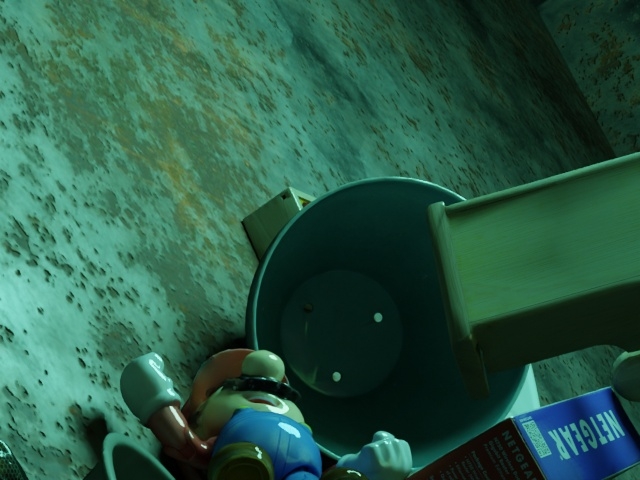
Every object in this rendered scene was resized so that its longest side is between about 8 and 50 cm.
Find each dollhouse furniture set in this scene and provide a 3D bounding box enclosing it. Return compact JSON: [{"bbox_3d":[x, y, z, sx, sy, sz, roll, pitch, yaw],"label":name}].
[{"bbox_3d":[0.269,0.134,1.544,0.362,0.256,0.394,-96,168,-50],"label":"dollhouse furniture set"}]

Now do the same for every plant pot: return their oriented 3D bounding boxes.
[{"bbox_3d":[0.047,0.092,1.871,0.290,0.290,0.195,54,-17,-5],"label":"plant pot"}]

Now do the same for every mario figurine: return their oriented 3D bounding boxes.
[{"bbox_3d":[-0.049,0.154,1.529,0.198,0.170,0.320,53,-5,-15],"label":"mario figurine"}]

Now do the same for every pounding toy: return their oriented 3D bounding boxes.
[{"bbox_3d":[0.000,0.000,2.089,0.141,0.100,0.130,21,40,-58],"label":"pounding toy"}]

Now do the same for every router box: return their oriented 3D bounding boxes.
[{"bbox_3d":[0.123,0.253,1.679,0.082,0.301,0.335,61,20,12],"label":"router box"}]

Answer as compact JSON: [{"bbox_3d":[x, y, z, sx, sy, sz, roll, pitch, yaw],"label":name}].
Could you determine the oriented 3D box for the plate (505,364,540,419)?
[{"bbox_3d":[0.216,0.159,2.430,0.277,0.045,0.278,45,22,-27],"label":"plate"}]

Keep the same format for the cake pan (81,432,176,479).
[{"bbox_3d":[-0.100,0.281,1.378,0.293,0.054,0.293,57,3,-4],"label":"cake pan"}]

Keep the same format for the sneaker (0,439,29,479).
[{"bbox_3d":[-0.251,0.198,1.220,0.130,0.087,0.227,61,17,19],"label":"sneaker"}]
